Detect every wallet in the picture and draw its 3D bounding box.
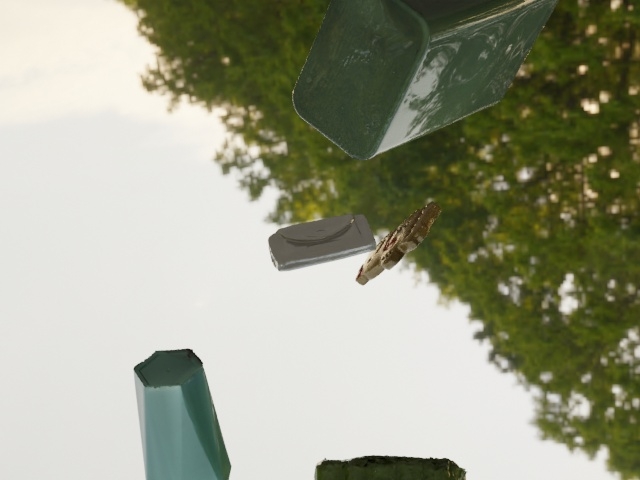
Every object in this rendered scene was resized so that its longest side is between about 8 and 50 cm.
[{"bbox_3d":[0.000,0.000,1.769,0.182,0.032,0.124,-11,-147,-5],"label":"wallet"}]

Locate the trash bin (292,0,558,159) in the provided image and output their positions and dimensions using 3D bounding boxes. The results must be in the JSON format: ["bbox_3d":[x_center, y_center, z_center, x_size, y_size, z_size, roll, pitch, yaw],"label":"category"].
[{"bbox_3d":[0.141,-0.250,1.274,0.158,0.223,0.343,38,-142,15],"label":"trash bin"}]

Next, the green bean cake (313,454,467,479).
[{"bbox_3d":[0.096,0.344,1.349,0.200,0.113,0.214,1,165,7],"label":"green bean cake"}]

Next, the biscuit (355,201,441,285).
[{"bbox_3d":[0.144,0.005,1.969,0.225,0.036,0.166,-39,-167,50],"label":"biscuit"}]

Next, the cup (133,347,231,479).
[{"bbox_3d":[-0.218,0.295,1.607,0.148,0.236,0.134,-18,-149,-25],"label":"cup"}]
